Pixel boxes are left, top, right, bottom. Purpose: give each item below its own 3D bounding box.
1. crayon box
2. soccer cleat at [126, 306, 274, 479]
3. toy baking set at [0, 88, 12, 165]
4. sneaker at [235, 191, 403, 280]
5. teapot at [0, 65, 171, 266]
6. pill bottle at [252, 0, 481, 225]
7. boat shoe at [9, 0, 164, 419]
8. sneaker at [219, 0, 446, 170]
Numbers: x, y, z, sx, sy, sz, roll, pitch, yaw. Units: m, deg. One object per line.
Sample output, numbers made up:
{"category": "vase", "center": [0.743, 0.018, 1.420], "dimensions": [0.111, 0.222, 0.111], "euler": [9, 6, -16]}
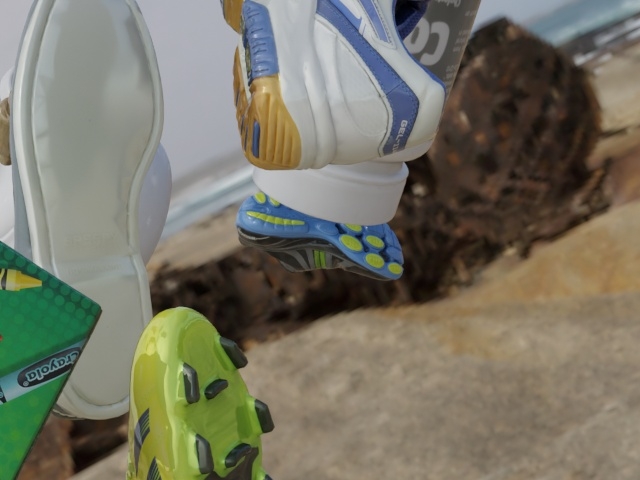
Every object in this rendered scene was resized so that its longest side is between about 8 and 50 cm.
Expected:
{"category": "crayon box", "center": [-0.238, 0.092, 0.694], "dimensions": [0.278, 0.081, 0.165], "euler": [-9, 51, 55]}
{"category": "soccer cleat", "center": [-0.083, 0.176, 0.780], "dimensions": [0.121, 0.289, 0.093], "euler": [1, 23, 25]}
{"category": "toy baking set", "center": [-0.242, -0.174, 1.227], "dimensions": [0.197, 0.030, 0.256], "euler": [-63, 7, -19]}
{"category": "sneaker", "center": [0.000, 0.000, 1.430], "dimensions": [0.078, 0.188, 0.067], "euler": [119, 164, -57]}
{"category": "teapot", "center": [-0.300, -0.052, 1.500], "dimensions": [0.253, 0.187, 0.256], "euler": [-62, 34, 4]}
{"category": "pill bottle", "center": [0.042, -0.166, 1.165], "dimensions": [0.161, 0.283, 0.161], "euler": [15, 20, -6]}
{"category": "boat shoe", "center": [-0.182, -0.034, 0.948], "dimensions": [0.116, 0.320, 0.099], "euler": [2, -7, -40]}
{"category": "sneaker", "center": [0.003, -0.170, 0.868], "dimensions": [0.130, 0.297, 0.112], "euler": [-3, -29, -10]}
